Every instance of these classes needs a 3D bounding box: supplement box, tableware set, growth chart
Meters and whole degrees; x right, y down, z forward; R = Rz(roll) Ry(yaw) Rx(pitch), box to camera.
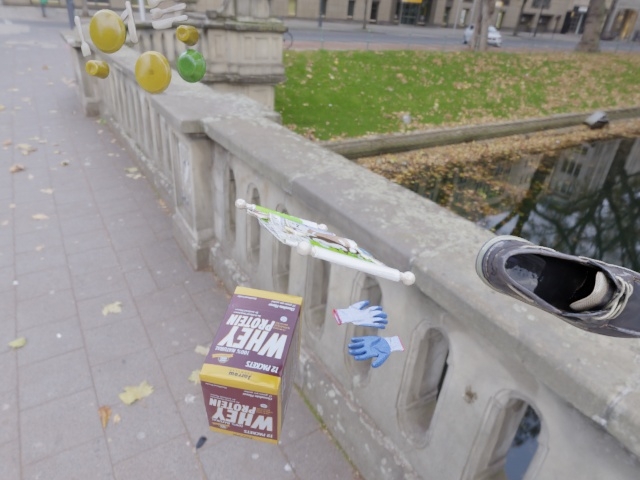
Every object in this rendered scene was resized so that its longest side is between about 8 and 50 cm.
[{"bbox_3d":[-0.116,0.225,0.815,0.128,0.192,0.194,9,41,5],"label":"supplement box"},{"bbox_3d":[-0.213,-0.226,0.533,0.153,0.104,0.024,-6,13,13],"label":"tableware set"},{"bbox_3d":[0.000,0.000,0.579,0.171,0.021,0.237,15,9,-31],"label":"growth chart"}]

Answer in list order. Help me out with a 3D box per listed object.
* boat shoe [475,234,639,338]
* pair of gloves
[{"bbox_3d":[0.445,0.094,0.758,0.354,0.133,0.130,16,8,6],"label":"boat shoe"},{"bbox_3d":[0.124,0.237,1.149,0.159,0.023,0.198,-2,45,-23],"label":"pair of gloves"}]
